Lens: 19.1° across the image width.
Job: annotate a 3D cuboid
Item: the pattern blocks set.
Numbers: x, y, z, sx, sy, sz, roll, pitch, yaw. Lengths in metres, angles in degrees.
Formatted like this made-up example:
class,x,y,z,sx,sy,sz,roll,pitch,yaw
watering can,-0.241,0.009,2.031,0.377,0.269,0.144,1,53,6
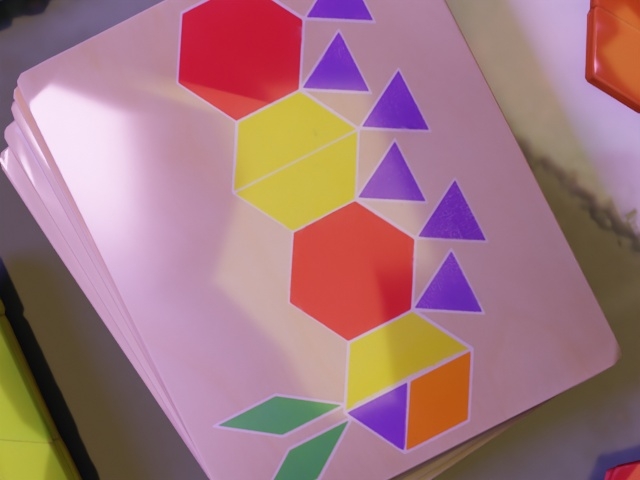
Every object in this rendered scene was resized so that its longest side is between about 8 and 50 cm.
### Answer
class,x,y,z,sx,sy,sz,roll,pitch,yaw
pattern blocks set,0.000,0.000,0.608,0.285,0.026,0.325,-19,88,1
